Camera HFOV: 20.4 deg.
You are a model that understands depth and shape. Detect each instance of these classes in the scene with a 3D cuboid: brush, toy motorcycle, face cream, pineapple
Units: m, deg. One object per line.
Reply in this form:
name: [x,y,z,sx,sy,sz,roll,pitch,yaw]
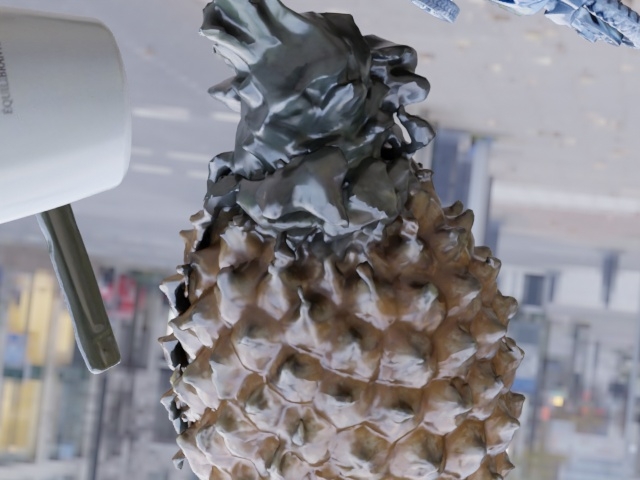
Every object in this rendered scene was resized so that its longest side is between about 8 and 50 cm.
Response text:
brush: [-0.170,-0.007,1.115,0.028,0.190,0.034,-15,-173,31]
toy motorcycle: [0.077,-0.183,1.035,0.254,0.092,0.135,33,-176,25]
face cream: [-0.140,-0.027,0.444,0.182,0.072,0.051,-6,162,-21]
pineapple: [0.002,-0.001,1.000,0.223,0.357,0.223,-5,-148,3]
